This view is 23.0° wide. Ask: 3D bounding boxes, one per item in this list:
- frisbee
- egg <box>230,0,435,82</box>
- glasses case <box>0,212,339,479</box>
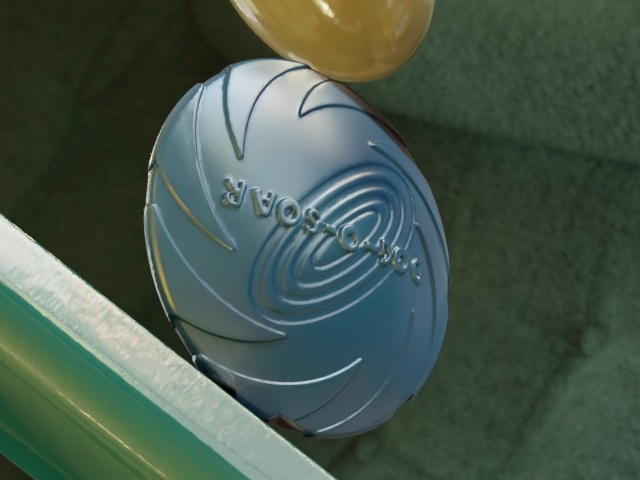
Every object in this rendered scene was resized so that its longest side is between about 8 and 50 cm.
[{"bbox_3d":[0.000,0.000,0.960,0.045,0.242,0.242,-19,47,45],"label":"frisbee"},{"bbox_3d":[0.004,-0.250,1.355,0.186,0.242,0.186,-29,5,3],"label":"egg"},{"bbox_3d":[-0.121,0.108,0.883,0.117,0.301,0.070,-50,5,40],"label":"glasses case"}]
